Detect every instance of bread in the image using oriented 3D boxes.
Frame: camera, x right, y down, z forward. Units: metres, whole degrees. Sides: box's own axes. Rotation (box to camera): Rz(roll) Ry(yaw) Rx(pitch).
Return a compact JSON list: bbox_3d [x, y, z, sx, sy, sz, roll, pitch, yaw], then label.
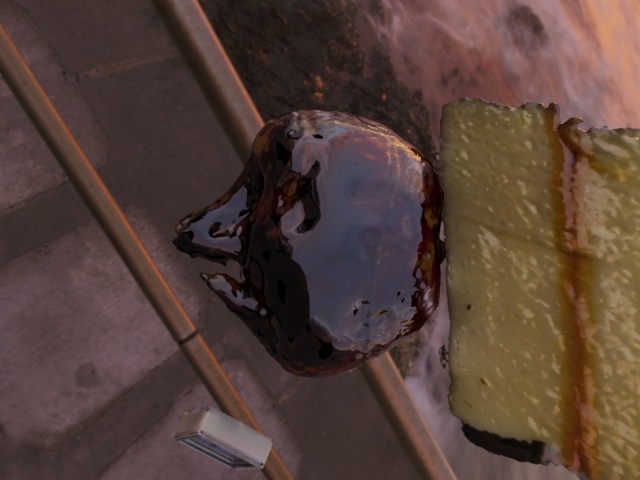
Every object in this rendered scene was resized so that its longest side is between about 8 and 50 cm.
[{"bbox_3d":[0.284,0.064,0.513,0.242,0.346,0.404,-46,124,-37],"label":"bread"}]

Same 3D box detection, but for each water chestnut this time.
[{"bbox_3d":[0.000,0.000,0.537,0.244,0.289,0.289,-17,91,-53],"label":"water chestnut"}]

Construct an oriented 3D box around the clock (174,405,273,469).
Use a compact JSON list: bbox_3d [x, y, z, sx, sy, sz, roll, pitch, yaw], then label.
[{"bbox_3d":[-0.231,0.474,1.140,0.192,0.147,0.071,38,49,-21],"label":"clock"}]
